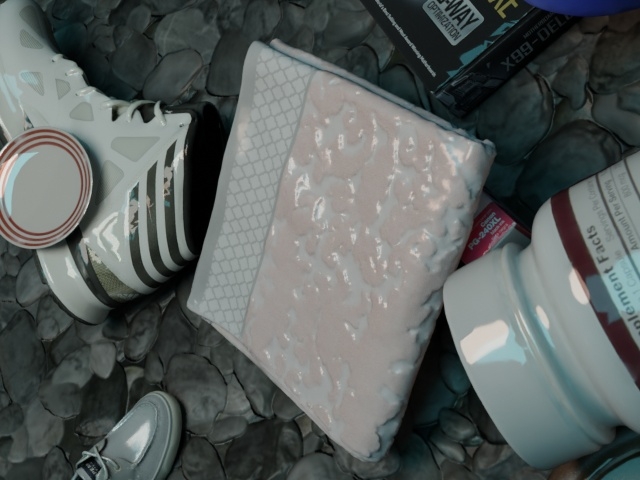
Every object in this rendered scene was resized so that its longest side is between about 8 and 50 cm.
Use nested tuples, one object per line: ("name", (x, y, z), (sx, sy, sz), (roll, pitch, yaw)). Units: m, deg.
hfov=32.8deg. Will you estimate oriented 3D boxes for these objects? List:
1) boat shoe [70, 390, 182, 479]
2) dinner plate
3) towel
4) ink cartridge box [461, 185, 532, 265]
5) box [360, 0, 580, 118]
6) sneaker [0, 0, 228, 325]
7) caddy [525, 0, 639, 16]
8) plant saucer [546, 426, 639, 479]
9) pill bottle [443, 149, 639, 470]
("boat shoe", (-0.236, 0.268, 1.213), (0.079, 0.081, 0.227), (32, 93, 34))
("dinner plate", (-0.317, -0.059, 1.234), (0.141, 0.017, 0.141), (-4, 79, 20))
("towel", (0.000, 0.000, 1.079), (0.317, 0.053, 0.332), (34, 117, 38))
("ink cartridge box", (0.140, -0.028, 1.061), (0.063, 0.109, 0.150), (-49, 57, 11))
("box", (0.149, -0.319, 1.164), (0.242, 0.076, 0.307), (-40, 59, 14))
("sneaker", (-0.246, -0.144, 1.323), (0.257, 0.169, 0.447), (-26, 71, 12))
("caddy", (0.288, -0.351, 0.962), (0.341, 0.179, 0.241), (-18, 62, -9))
("plant saucer", (0.310, 0.282, 0.903), (0.310, 0.050, 0.311), (-9, 72, 28))
("pill bottle", (0.313, 0.024, 0.873), (0.392, 0.224, 0.224), (-29, 62, 21))
